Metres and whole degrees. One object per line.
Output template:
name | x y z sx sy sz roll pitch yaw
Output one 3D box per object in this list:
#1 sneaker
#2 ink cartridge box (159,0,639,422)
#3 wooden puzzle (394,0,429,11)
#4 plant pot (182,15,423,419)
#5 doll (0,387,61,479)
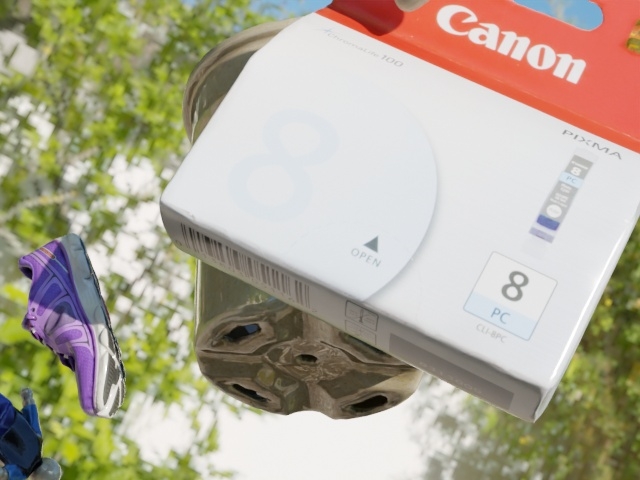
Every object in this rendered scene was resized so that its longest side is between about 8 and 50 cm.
sneaker | -0.205 0.075 1.069 0.068 0.071 0.170 80 -12 -56
ink cartridge box | 0.107 -0.099 0.999 0.308 0.385 0.091 25 -20 13
wooden puzzle | 0.082 -0.326 0.985 0.221 0.044 0.239 -31 -85 33
plant pot | 0.000 0.000 1.325 0.333 0.306 0.334 5 -34 4
doll | -0.358 0.214 1.491 0.046 0.129 0.189 -23 -60 27
